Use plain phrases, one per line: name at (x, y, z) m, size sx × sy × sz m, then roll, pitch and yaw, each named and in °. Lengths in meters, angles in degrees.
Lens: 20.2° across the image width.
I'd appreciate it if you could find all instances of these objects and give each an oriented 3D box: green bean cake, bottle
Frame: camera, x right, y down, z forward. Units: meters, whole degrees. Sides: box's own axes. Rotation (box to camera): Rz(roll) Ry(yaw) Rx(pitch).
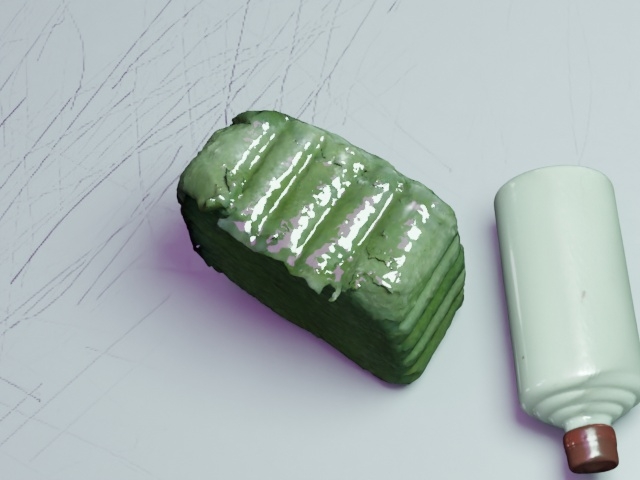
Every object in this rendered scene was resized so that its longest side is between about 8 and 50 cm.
green bean cake at (0.000, 0.000, 1.453) m, size 0.227 × 0.222 × 0.125 m, roll 25°, pitch 75°, yaw 17°
bottle at (0.203, 0.067, 1.446) m, size 0.104 × 0.104 × 0.245 m, roll -8°, pitch 65°, yaw 8°
